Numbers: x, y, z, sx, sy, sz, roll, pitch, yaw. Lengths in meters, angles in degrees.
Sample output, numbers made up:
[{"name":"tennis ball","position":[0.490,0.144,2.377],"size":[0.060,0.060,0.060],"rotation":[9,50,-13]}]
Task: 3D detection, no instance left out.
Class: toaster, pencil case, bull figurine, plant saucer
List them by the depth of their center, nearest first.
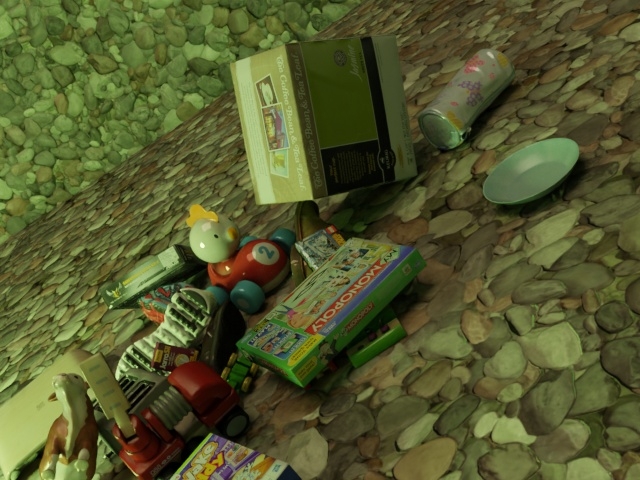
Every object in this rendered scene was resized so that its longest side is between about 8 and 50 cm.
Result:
[{"name":"bull figurine","position":[-0.456,0.393,1.544],"size":[0.101,0.310,0.188],"rotation":[6,23,-10]},{"name":"plant saucer","position":[0.402,-0.120,1.618],"size":[0.195,0.037,0.195],"rotation":[-28,24,14]},{"name":"toaster","position":[-0.351,0.339,1.658],"size":[0.185,0.110,0.168],"rotation":[-47,25,-27]},{"name":"pencil case","position":[0.342,-0.331,1.993],"size":[0.124,0.113,0.273],"rotation":[10,49,45]}]

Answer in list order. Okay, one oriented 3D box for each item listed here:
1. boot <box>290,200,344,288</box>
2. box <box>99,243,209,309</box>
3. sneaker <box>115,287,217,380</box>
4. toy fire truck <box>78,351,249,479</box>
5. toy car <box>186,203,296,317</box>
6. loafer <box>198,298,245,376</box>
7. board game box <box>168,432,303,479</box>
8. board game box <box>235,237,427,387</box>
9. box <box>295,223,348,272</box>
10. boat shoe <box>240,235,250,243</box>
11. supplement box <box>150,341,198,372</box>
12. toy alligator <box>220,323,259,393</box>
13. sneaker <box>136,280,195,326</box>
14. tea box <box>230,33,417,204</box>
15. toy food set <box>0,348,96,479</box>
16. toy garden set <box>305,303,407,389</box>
[{"name":"boot","position":[0.000,0.000,1.875],"size":[0.115,0.112,0.305],"rotation":[-11,32,6]},{"name":"box","position":[-0.410,0.093,2.152],"size":[0.231,0.056,0.183],"rotation":[-31,-9,10]},{"name":"sneaker","position":[-0.325,0.219,1.852],"size":[0.292,0.110,0.118],"rotation":[-47,-4,11]},{"name":"toy fire truck","position":[-0.274,0.277,1.460],"size":[0.217,0.246,0.158],"rotation":[-43,47,-16]},{"name":"toy car","position":[-0.203,0.013,1.914],"size":[0.210,0.238,0.219],"rotation":[-12,33,41]},{"name":"loafer","position":[-0.216,0.204,1.772],"size":[0.078,0.080,0.220],"rotation":[-25,26,22]},{"name":"board game box","position":[-0.199,0.463,1.273],"size":[0.347,0.078,0.233],"rotation":[-48,27,-26]},{"name":"board game box","position":[0.017,0.118,1.554],"size":[0.317,0.046,0.214],"rotation":[-42,24,-21]},{"name":"box","position":[0.023,0.037,1.727],"size":[0.094,0.027,0.137],"rotation":[-28,56,-15]},{"name":"boat shoe","position":[-0.214,0.041,2.120],"size":[0.133,0.042,0.049],"rotation":[-43,27,-15]},{"name":"supplement box","position":[-0.293,0.238,1.722],"size":[0.043,0.083,0.054],"rotation":[161,122,-72]},{"name":"toy alligator","position":[-0.148,0.242,1.656],"size":[0.189,0.056,0.051],"rotation":[-64,-4,-47]},{"name":"sneaker","position":[-0.345,0.143,2.028],"size":[0.125,0.104,0.262],"rotation":[-41,25,-19]},{"name":"tea box","position":[0.011,-0.269,1.916],"size":[0.324,0.328,0.220],"rotation":[-14,7,-38]},{"name":"toy food set","position":[-0.601,0.399,1.931],"size":[0.306,0.092,0.220],"rotation":[-41,36,-11]},{"name":"toy garden set","position":[0.031,0.156,1.576],"size":[0.204,0.049,0.244],"rotation":[-34,24,3]}]
